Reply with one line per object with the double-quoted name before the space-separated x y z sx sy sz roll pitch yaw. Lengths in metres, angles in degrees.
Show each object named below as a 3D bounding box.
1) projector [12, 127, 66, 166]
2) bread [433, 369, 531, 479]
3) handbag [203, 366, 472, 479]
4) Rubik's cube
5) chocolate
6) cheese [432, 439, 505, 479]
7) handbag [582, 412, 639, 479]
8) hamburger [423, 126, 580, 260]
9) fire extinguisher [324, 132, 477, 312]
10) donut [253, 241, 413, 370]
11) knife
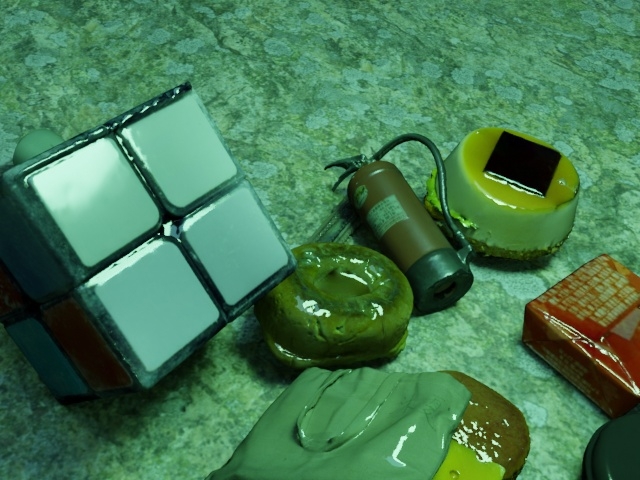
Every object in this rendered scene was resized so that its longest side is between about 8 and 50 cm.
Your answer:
"projector" -0.424 -0.085 1.382 0.337 0.108 0.108 34 48 25
"bread" 0.203 0.283 1.094 0.199 0.104 0.199 4 45 -4
"handbag" 0.027 0.274 1.013 0.316 0.109 0.253 -5 29 37
"Rubik's cube" -0.280 0.013 1.068 0.316 0.318 0.313 -39 103 -38
"chocolate" 0.492 0.161 1.275 0.237 0.108 0.235 -26 52 -33
"cheese" 0.166 0.347 0.973 0.093 0.126 0.171 25 59 15
"handbag" 0.524 0.362 1.073 0.308 0.093 0.253 9 41 0
"hamburger" 0.355 -0.086 1.466 0.294 0.179 0.276 22 47 9
"fire extinguisher" 0.166 -0.057 1.403 0.200 0.113 0.376 -27 57 -8
"donut" 0.021 0.099 1.221 0.261 0.128 0.208 -5 48 -28
"knife" 0.002 -0.004 1.413 0.089 0.043 0.365 32 46 12
